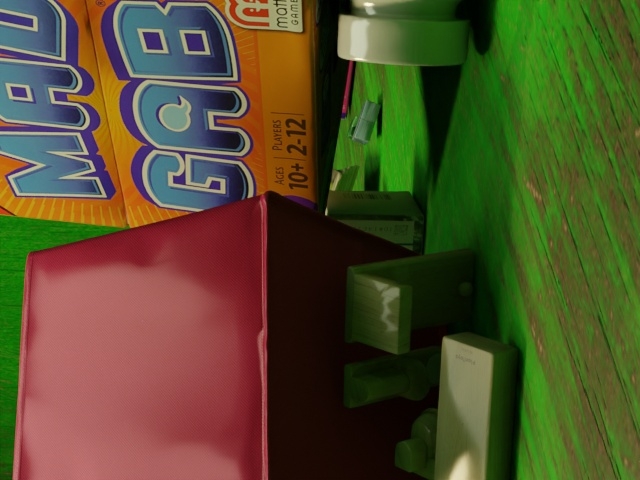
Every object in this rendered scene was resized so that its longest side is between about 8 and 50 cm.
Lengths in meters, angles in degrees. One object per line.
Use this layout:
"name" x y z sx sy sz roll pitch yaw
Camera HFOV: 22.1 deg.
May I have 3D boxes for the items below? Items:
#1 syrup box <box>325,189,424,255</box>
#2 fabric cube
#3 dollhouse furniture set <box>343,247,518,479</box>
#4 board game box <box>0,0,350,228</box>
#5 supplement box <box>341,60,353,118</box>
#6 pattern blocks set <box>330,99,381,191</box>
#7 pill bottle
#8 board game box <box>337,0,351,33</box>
"syrup box" 0.041 0.076 1.578 0.096 0.093 0.236 -110 22 -73
"fabric cube" -0.065 0.132 1.328 0.259 0.258 0.254 23 -121 -50
"dollhouse furniture set" 0.112 0.096 1.196 0.151 0.123 0.144 16 109 48
"board game box" -0.154 -0.254 1.456 0.356 0.356 0.356 89 -171 -55
"supplement box" -0.011 -0.277 2.106 0.111 0.114 0.220 -94 9 -48
"pattern blocks set" 0.000 0.000 1.899 0.285 0.026 0.324 126 162 -77
"pill bottle" 0.067 -0.247 1.245 0.121 0.121 0.221 -113 25 -77
"board game box" 0.056 -0.301 1.460 0.317 0.046 0.213 -62 -25 -77
